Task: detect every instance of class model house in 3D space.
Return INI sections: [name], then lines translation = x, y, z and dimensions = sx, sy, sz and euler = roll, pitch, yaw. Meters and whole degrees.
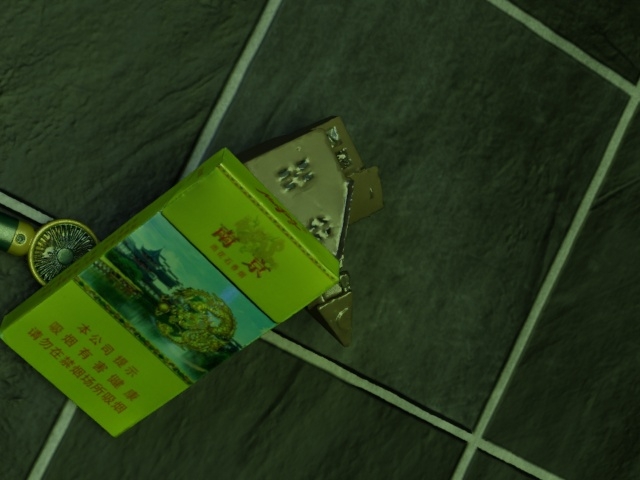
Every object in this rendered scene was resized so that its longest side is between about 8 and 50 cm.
[model house]
translation = 0.000, 0.000, 1.692
dimensions = 0.176, 0.181, 0.248
euler = -26, 100, -20

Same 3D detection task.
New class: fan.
[fan]
translation = -0.316, 0.001, 1.635
dimensions = 0.155, 0.039, 0.082
euler = 24, 86, -23

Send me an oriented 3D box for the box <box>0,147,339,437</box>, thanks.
[box]
translation = -0.163, 0.063, 1.602
dimensions = 0.335, 0.047, 0.187
euler = -36, 113, 21
